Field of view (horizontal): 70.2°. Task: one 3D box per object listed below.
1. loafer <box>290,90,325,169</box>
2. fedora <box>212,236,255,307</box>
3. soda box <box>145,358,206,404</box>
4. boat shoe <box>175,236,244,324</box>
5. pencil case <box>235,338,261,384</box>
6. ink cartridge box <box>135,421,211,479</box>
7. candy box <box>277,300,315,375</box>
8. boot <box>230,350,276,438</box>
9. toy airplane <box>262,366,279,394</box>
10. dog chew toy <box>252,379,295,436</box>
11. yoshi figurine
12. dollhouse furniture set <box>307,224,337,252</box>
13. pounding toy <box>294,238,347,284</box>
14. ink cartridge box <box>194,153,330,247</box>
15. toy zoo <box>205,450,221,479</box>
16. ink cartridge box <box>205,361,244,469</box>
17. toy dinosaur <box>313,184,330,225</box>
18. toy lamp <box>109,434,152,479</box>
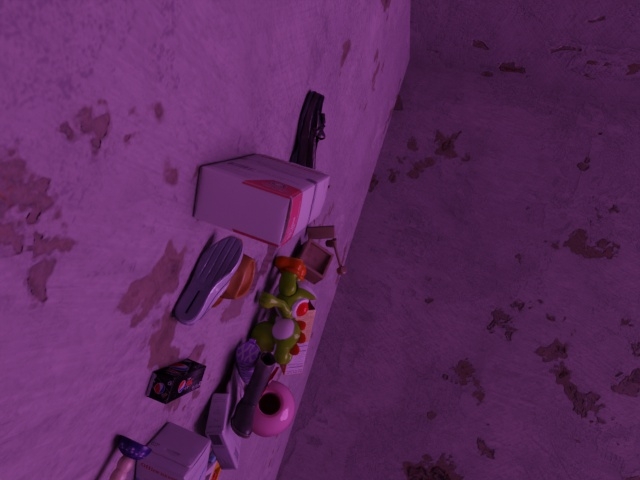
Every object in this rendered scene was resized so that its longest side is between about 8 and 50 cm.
[{"bbox_3d":[-0.023,-0.312,1.447,0.109,0.095,0.303,-25,132,-75],"label":"loafer"},{"bbox_3d":[-0.220,0.090,1.164,0.194,0.079,0.195,18,90,-78],"label":"fedora"},{"bbox_3d":[-0.329,0.323,1.056,0.169,0.053,0.060,28,79,-79],"label":"soda box"},{"bbox_3d":[-0.255,0.092,1.045,0.226,0.083,0.076,-55,174,-20],"label":"boat shoe"},{"bbox_3d":[-0.240,0.415,1.547,0.206,0.086,0.088,97,4,-51],"label":"pencil case"},{"bbox_3d":[-0.356,0.562,1.098,0.127,0.128,0.176,-46,152,-65],"label":"ink cartridge box"},{"bbox_3d":[-0.113,0.353,1.815,0.183,0.087,0.317,-126,-139,-53],"label":"candy box"},{"bbox_3d":[-0.200,0.470,1.404,0.209,0.076,0.190,-58,-162,10],"label":"boot"},{"bbox_3d":[-0.191,0.484,1.532,0.151,0.028,0.151,-55,-177,4],"label":"toy airplane"},{"bbox_3d":[-0.211,0.689,1.828,0.332,0.206,0.207,104,9,-57],"label":"dog chew toy"},{"bbox_3d":[-0.156,0.247,1.606,0.203,0.203,0.363,-19,-121,53],"label":"yoshi figurine"},{"bbox_3d":[0.000,0.000,1.974,0.123,0.143,0.151,-70,156,-71],"label":"dollhouse furniture set"},{"bbox_3d":[0.004,0.090,1.881,0.094,0.206,0.181,-36,-156,52],"label":"pounding toy"},{"bbox_3d":[-0.118,-0.103,1.031,0.283,0.207,0.117,-43,150,-67],"label":"ink cartridge box"},{"bbox_3d":[-0.408,0.866,1.552,0.192,0.030,0.294,61,48,-74],"label":"toy zoo"},{"bbox_3d":[-0.301,0.572,1.487,0.239,0.060,0.275,-91,178,-48],"label":"ink cartridge box"},{"bbox_3d":[-0.017,-0.179,1.807,0.112,0.064,0.212,-41,142,-35],"label":"toy dinosaur"},{"bbox_3d":[-0.421,0.522,0.863,0.080,0.080,0.275,89,23,-57],"label":"toy lamp"}]
